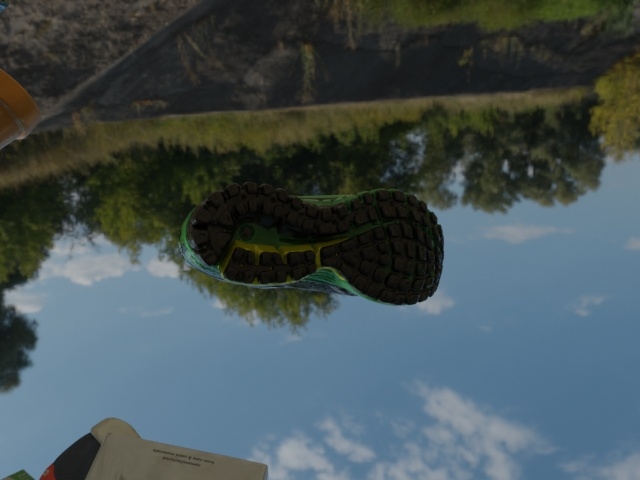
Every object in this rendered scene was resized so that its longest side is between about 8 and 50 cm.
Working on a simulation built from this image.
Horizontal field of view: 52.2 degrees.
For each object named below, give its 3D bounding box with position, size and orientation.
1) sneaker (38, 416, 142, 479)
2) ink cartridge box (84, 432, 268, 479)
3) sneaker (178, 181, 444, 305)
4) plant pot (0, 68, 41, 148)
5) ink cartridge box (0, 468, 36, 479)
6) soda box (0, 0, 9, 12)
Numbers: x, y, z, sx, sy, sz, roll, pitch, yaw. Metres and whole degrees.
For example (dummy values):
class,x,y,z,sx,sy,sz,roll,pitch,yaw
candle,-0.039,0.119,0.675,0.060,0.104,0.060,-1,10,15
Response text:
class,x,y,z,sx,sy,sz,roll,pitch,yaw
sneaker,-0.158,0.351,0.634,0.148,0.350,0.131,-36,166,-24
ink cartridge box,-0.116,0.252,0.454,0.127,0.128,0.176,10,-136,7
sneaker,0.000,0.000,0.777,0.343,0.134,0.146,10,173,-26
plant pot,-0.769,-0.269,1.455,0.205,0.205,0.188,9,-124,35
ink cartridge box,-0.399,0.445,0.942,0.219,0.093,0.160,39,167,1
soda box,-0.379,-0.271,0.597,0.183,0.063,0.058,13,178,-36
